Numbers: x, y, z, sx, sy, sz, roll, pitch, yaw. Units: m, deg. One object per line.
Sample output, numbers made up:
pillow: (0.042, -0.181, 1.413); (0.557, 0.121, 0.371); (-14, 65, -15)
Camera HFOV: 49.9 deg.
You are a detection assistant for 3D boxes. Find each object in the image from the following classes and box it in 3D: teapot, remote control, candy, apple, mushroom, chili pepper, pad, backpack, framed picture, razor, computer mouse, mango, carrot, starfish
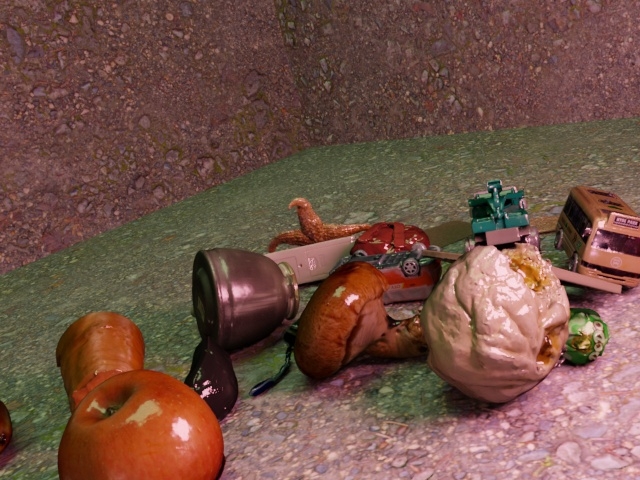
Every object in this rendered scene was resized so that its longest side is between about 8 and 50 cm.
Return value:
teapot: (-0.182, 0.158, 1.648); (0.239, 0.322, 0.240); (-4, 52, -24)
remote control: (-0.028, 0.065, 1.902); (0.277, 0.103, 0.055); (-12, -4, 10)
candy: (0.423, 0.157, 1.297); (0.097, 0.097, 0.323); (-18, 8, -11)
apple: (-0.287, 0.326, 1.088); (0.251, 0.207, 0.272); (-23, 19, -18)
mushroom: (0.056, 0.173, 1.354); (0.267, 0.267, 0.254); (-23, 52, -27)
chili pepper: (-0.012, 0.183, 1.601); (0.088, 0.059, 0.227); (-4, 15, 19)
pad: (0.334, -0.007, 2.013); (0.266, 0.002, 0.176); (-21, 18, -20)
backpack: (0.186, 0.021, 1.804); (0.229, 0.139, 0.229); (-13, 18, 4)
framed picture: (0.402, 0.061, 1.424); (0.247, 0.022, 0.335); (14, -3, -25)
razor: (-0.094, 0.274, 1.404); (0.028, 0.044, 0.154); (22, 33, 21)
computer mouse: (-0.206, 0.272, 1.348); (0.073, 0.122, 0.217); (-25, 18, 7)
mango: (-0.711, 0.386, 1.420); (0.133, 0.111, 0.267); (-35, 19, -24)
carrot: (-0.459, 0.275, 1.438); (0.195, 0.196, 0.254); (-18, 17, -13)
starfish: (0.000, 0.003, 1.958); (0.302, 0.299, 0.060); (5, 46, -2)

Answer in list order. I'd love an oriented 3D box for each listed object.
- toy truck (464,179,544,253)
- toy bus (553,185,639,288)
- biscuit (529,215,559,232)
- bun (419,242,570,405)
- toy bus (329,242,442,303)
toy truck: (0.437, -0.049, 1.669); (0.176, 0.178, 0.363); (-9, -1, 15)
toy bus: (0.600, -0.014, 1.467); (0.139, 0.157, 0.289); (13, 20, 6)
biscuit: (0.608, -0.043, 1.876); (0.120, 0.015, 0.120); (-13, 17, 4)
bun: (0.296, 0.146, 1.133); (0.281, 0.282, 0.204); (-25, 46, -31)
toy bus: (0.164, 0.085, 1.644); (0.264, 0.120, 0.121); (-8, 18, 23)
